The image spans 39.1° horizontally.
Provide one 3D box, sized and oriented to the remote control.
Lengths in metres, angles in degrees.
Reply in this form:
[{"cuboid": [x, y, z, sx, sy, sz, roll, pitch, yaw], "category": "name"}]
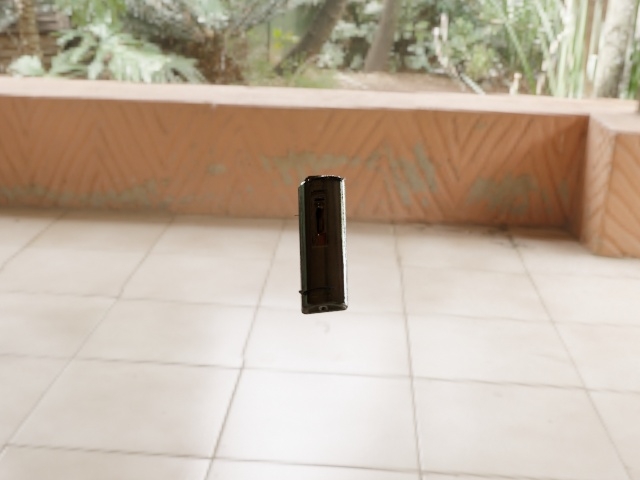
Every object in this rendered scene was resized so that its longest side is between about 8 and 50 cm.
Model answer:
[{"cuboid": [0.000, 0.000, 0.539, 0.034, 0.016, 0.091, -6, 60, 8], "category": "remote control"}]
